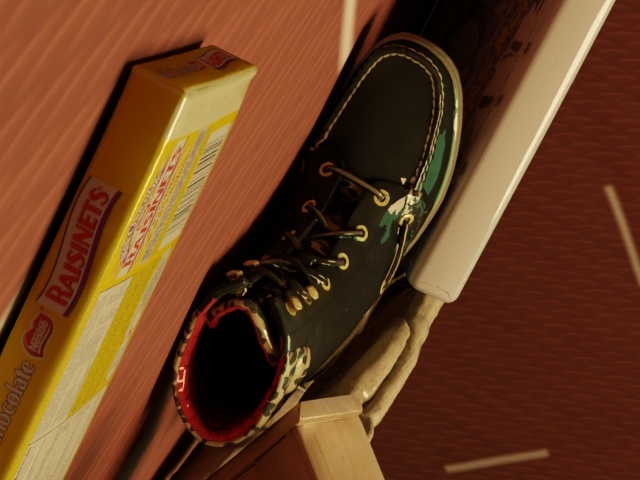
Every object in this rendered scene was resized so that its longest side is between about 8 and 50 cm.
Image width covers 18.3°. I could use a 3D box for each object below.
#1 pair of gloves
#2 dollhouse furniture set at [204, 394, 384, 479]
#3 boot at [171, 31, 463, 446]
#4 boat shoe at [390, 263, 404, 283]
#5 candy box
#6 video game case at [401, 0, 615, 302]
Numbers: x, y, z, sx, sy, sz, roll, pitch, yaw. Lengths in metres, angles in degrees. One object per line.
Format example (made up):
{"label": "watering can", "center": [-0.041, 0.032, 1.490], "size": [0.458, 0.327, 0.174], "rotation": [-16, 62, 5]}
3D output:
{"label": "pair of gloves", "center": [-0.015, 0.117, 1.316], "size": [0.240, 0.042, 0.204], "rotation": [-34, -168, 39]}
{"label": "dollhouse furniture set", "center": [-0.125, 0.205, 1.025], "size": [0.355, 0.173, 0.303], "rotation": [-4, 153, -38]}
{"label": "boot", "center": [0.001, 0.002, 1.145], "size": [0.236, 0.085, 0.178], "rotation": [-65, 171, 19]}
{"label": "boat shoe", "center": [0.015, 0.014, 1.398], "size": [0.064, 0.060, 0.178], "rotation": [-24, 174, -13]}
{"label": "candy box", "center": [-0.087, 0.026, 0.743], "size": [0.206, 0.027, 0.105], "rotation": [-63, 172, 14]}
{"label": "video game case", "center": [0.125, -0.150, 1.320], "size": [0.329, 0.036, 0.300], "rotation": [-63, -168, 13]}
